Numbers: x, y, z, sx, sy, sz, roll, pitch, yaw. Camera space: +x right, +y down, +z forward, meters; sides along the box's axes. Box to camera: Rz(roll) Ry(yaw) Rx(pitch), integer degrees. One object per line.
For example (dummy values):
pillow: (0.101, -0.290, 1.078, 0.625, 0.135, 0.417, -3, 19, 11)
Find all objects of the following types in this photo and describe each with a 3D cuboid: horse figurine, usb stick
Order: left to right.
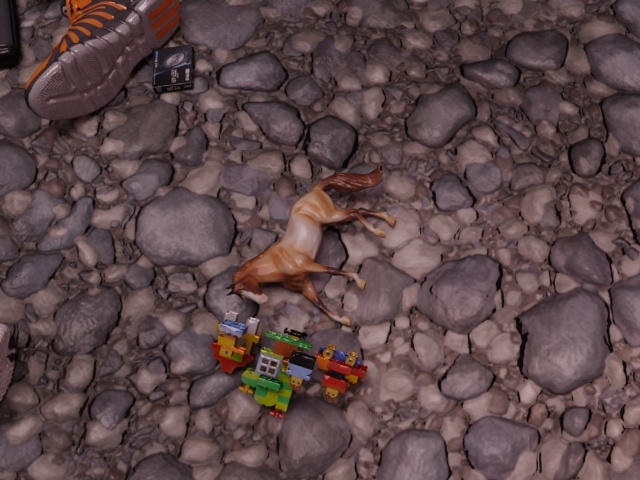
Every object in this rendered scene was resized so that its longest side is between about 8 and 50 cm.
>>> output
usb stick: (-0.590, -0.425, 1.541, 0.077, 0.045, 0.278, -16, 61, -1)
horse figurine: (0.000, 0.000, 1.215, 0.174, 0.066, 0.263, 21, 69, 12)

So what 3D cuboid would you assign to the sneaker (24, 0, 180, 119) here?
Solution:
sneaker: (-0.399, -0.334, 1.435, 0.180, 0.124, 0.321, 29, 59, 26)

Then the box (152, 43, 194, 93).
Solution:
box: (-0.246, -0.288, 1.430, 0.067, 0.018, 0.083, -6, 61, 6)

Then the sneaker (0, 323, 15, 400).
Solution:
sneaker: (-0.525, 0.214, 1.163, 0.153, 0.094, 0.235, 12, 75, 5)

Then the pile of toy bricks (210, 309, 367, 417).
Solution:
pile of toy bricks: (-0.054, 0.178, 1.118, 0.212, 0.118, 0.105, 17, 98, 7)
